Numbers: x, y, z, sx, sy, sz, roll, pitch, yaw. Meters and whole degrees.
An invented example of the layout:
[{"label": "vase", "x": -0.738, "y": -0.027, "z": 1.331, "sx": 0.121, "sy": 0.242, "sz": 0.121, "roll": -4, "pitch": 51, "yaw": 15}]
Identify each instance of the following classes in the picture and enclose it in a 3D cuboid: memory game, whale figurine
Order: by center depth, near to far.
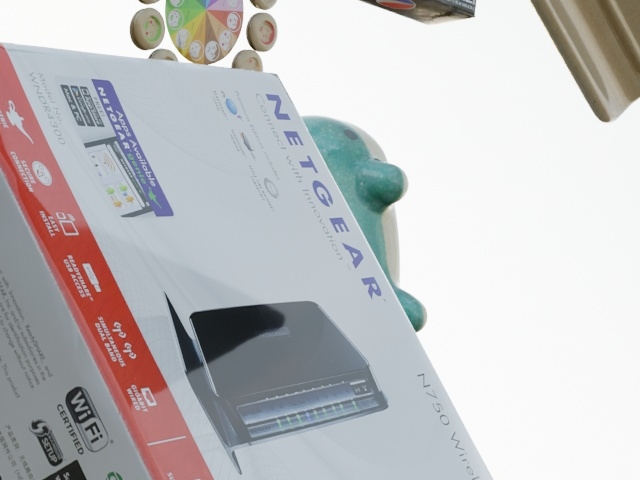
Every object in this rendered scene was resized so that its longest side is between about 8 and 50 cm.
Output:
[{"label": "memory game", "x": -0.099, "y": -0.203, "z": 1.741, "sx": 0.012, "sy": 0.186, "sz": 0.186, "roll": 7, "pitch": -31, "yaw": 41}, {"label": "whale figurine", "x": 0.000, "y": 0.000, "z": 1.953, "sx": 0.141, "sy": 0.272, "sz": 0.216, "roll": 6, "pitch": -41, "yaw": -45}]

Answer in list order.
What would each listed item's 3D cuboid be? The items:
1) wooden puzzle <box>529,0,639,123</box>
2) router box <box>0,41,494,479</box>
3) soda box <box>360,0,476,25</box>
[{"label": "wooden puzzle", "x": 0.197, "y": -0.203, "z": 1.018, "sx": 0.221, "sy": 0.238, "sz": 0.044, "roll": 54, "pitch": 2, "yaw": -37}, {"label": "router box", "x": -0.043, "y": 0.076, "z": 0.895, "sx": 0.082, "sy": 0.335, "sz": 0.301, "roll": -33, "pitch": -12, "yaw": 23}, {"label": "soda box", "x": 0.033, "y": -0.201, "z": 1.372, "sx": 0.169, "sy": 0.060, "sz": 0.053, "roll": 15, "pitch": -13, "yaw": -36}]
